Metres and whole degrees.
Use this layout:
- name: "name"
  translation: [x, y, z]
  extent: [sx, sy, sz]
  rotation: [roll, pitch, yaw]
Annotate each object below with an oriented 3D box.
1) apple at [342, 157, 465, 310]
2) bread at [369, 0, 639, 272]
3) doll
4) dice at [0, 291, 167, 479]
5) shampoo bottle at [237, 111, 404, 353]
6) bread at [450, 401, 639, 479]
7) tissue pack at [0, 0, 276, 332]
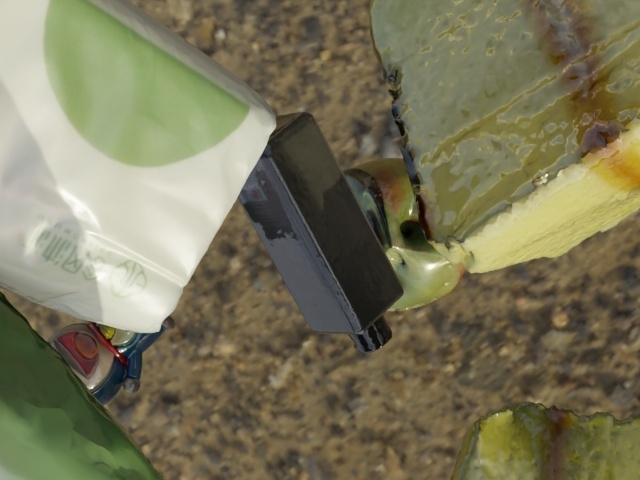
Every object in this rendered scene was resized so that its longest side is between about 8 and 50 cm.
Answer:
- name: "apple"
  translation: [0.092, -0.009, 1.753]
  extent: [0.207, 0.173, 0.188]
  rotation: [39, 154, -4]
- name: "bread"
  translation: [0.156, -0.137, 0.861]
  extent: [0.263, 0.198, 0.236]
  rotation: [-33, 77, 22]
- name: "doll"
  translation: [-0.218, 0.110, 1.337]
  extent: [0.114, 0.152, 0.085]
  rotation: [47, 174, 23]
- name: "dice"
  translation: [-0.204, 0.199, 0.589]
  extent: [0.318, 0.322, 0.330]
  rotation: [54, 163, -21]
- name: "shampoo bottle"
  translation: [0.000, 0.000, 1.301]
  extent: [0.080, 0.079, 0.246]
  rotation: [-2, 122, 51]
- name: "bread"
  translation: [0.191, 0.336, 1.111]
  extent: [0.233, 0.245, 0.361]
  rotation: [5, 111, 6]
- name: "tissue pack"
  translation: [-0.246, -0.109, 0.809]
  extent: [0.266, 0.356, 0.193]
  rotation: [25, 85, 53]
